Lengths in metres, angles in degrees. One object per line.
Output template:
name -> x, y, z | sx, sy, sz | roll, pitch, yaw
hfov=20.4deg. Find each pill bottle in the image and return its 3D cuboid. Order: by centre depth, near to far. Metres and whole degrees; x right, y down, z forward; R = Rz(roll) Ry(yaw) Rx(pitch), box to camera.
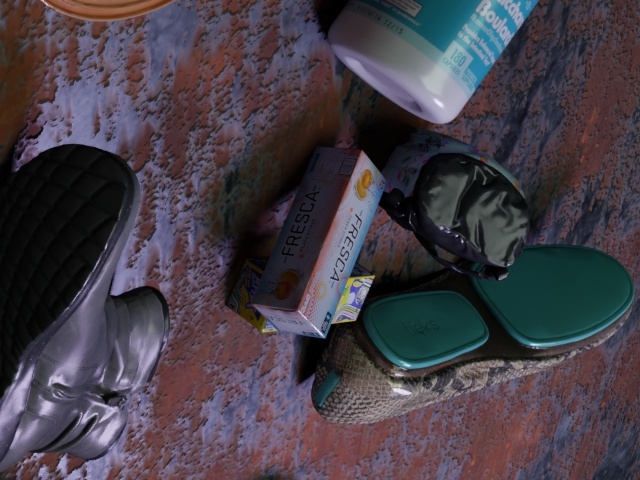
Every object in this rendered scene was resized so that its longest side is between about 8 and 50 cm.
pill bottle -> 0.135, -0.251, 1.655 | 0.264, 0.146, 0.146 | -55, 151, -3

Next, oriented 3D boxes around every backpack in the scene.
backpack -> 0.131, -0.046, 1.824 | 0.152, 0.182, 0.115 | 40, 87, -21

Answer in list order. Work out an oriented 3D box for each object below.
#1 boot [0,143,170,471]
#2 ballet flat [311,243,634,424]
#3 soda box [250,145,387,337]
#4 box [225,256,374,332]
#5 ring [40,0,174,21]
boot -> -0.204, 0.055, 1.513 | 0.222, 0.118, 0.338 | -8, 136, -57
ballet flat -> 0.167, 0.117, 2.095 | 0.483, 0.164, 0.182 | -14, 152, -43
soda box -> 0.000, 0.000, 1.727 | 0.063, 0.058, 0.183 | 49, 57, -48
box -> -0.019, 0.052, 1.821 | 0.169, 0.054, 0.059 | -3, 121, -54
ring -> -0.122, -0.321, 1.324 | 0.336, 0.032, 0.337 | -36, 144, -32
